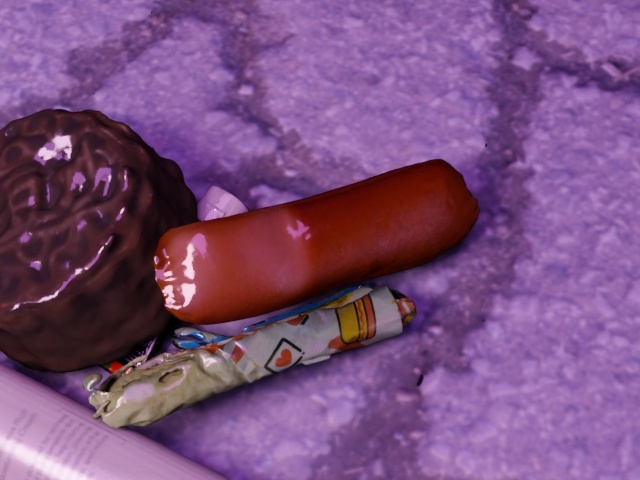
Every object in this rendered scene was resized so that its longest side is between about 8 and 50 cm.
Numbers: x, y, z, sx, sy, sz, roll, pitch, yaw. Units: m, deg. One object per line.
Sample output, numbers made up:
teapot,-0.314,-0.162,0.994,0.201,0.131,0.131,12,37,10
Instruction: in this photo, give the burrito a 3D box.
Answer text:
burrito,-0.061,0.088,0.959,0.288,0.104,0.054,-19,104,-20

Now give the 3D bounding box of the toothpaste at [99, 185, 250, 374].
toothpaste,-0.138,0.037,1.017,0.071,0.045,0.193,27,73,26

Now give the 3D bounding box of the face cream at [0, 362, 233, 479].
face cream,-0.229,0.171,0.922,0.346,0.102,0.102,24,67,15

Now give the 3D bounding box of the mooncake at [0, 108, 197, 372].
mooncake,-0.224,-0.007,0.981,0.228,0.124,0.228,-10,61,18

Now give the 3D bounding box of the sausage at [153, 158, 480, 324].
sausage,0.000,0.000,0.969,0.300,0.083,0.089,-16,99,-22
